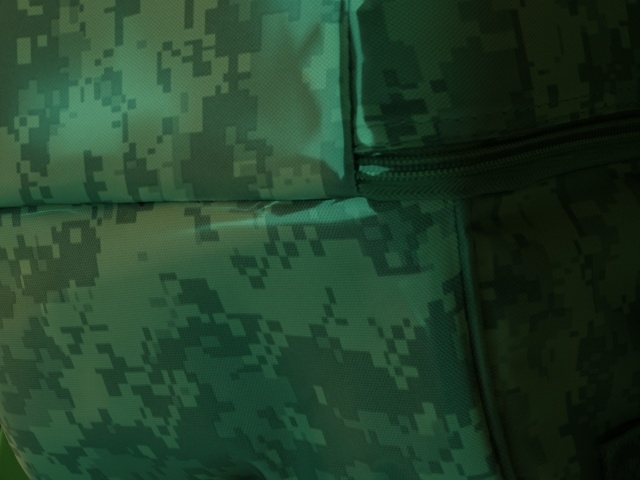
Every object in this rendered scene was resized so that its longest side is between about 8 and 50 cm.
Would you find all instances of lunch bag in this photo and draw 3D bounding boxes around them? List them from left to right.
[{"bbox_3d":[0.000,0.000,0.735,0.305,0.212,0.256,0,96,41],"label":"lunch bag"}]
